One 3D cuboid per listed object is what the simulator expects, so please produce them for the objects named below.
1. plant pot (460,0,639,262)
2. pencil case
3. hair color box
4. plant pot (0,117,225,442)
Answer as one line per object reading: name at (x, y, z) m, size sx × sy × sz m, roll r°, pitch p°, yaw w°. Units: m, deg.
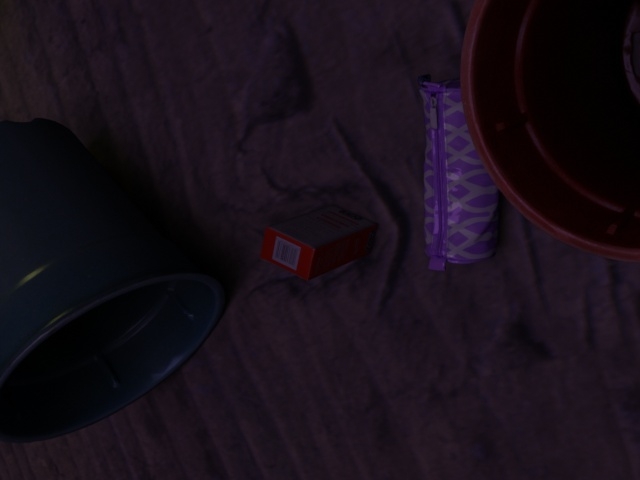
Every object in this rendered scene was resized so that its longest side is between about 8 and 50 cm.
plant pot at (0.298, -0.147, 0.771) m, size 0.272 × 0.265 × 0.272 m, roll 13°, pitch 112°, yaw 34°
pencil case at (0.149, -0.076, 1.007) m, size 0.086 × 0.088 × 0.206 m, roll 4°, pitch 105°, yaw 35°
hair color box at (0.000, 0.000, 1.094) m, size 0.072 × 0.141 × 0.043 m, roll 25°, pitch 115°, yaw 27°
plant pot at (-0.363, 0.036, 1.255) m, size 0.334 × 0.341 × 0.341 m, roll 51°, pitch 124°, yaw 21°
